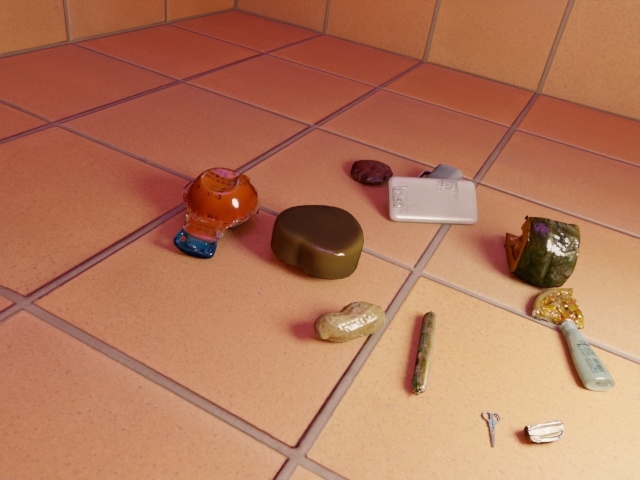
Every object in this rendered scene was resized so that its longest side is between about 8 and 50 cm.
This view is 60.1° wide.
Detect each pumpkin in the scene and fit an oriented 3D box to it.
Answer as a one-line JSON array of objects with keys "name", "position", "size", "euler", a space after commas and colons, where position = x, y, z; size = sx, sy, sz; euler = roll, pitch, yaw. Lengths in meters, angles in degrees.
[{"name": "pumpkin", "position": [0.598, -0.001, 1.509], "size": [0.139, 0.190, 0.280], "euler": [11, 33, 4]}]

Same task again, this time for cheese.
[{"name": "cheese", "position": [-0.279, -0.084, 1.472], "size": [0.217, 0.129, 0.329], "euler": [16, 46, 3]}]

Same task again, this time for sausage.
[{"name": "sausage", "position": [0.227, 0.237, 1.201], "size": [0.032, 0.033, 0.269], "euler": [15, 34, 8]}]

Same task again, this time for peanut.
[{"name": "peanut", "position": [0.063, 0.177, 1.209], "size": [0.174, 0.080, 0.080], "euler": [-9, 38, -27]}]

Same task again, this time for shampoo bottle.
[{"name": "shampoo bottle", "position": [0.595, 0.256, 1.258], "size": [0.069, 0.041, 0.191], "euler": [2, 34, -2]}]

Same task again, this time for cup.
[{"name": "cup", "position": [0.382, -0.192, 1.825], "size": [0.128, 0.095, 0.129], "euler": [27, 39, 25]}]

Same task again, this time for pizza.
[{"name": "pizza", "position": [0.605, 0.171, 1.389], "size": [0.178, 0.041, 0.131], "euler": [-8, 39, -25]}]

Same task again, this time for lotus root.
[{"name": "lotus root", "position": [0.427, 0.369, 1.058], "size": [0.083, 0.030, 0.037], "euler": [-4, 65, -15]}]

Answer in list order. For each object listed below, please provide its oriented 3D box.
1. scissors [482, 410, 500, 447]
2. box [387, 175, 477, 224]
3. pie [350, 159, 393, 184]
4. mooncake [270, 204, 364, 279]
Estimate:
[{"name": "scissors", "position": [0.330, 0.363, 1.063], "size": [0.036, 0.006, 0.083], "euler": [12, 34, 7]}, {"name": "box", "position": [0.344, -0.122, 1.695], "size": [0.285, 0.044, 0.142], "euler": [2, 75, -12]}, {"name": "pie", "position": [0.172, -0.233, 1.885], "size": [0.154, 0.036, 0.154], "euler": [7, 34, -4]}, {"name": "mooncake", "position": [0.000, 0.000, 1.421], "size": [0.234, 0.117, 0.235], "euler": [9, 32, -5]}]
